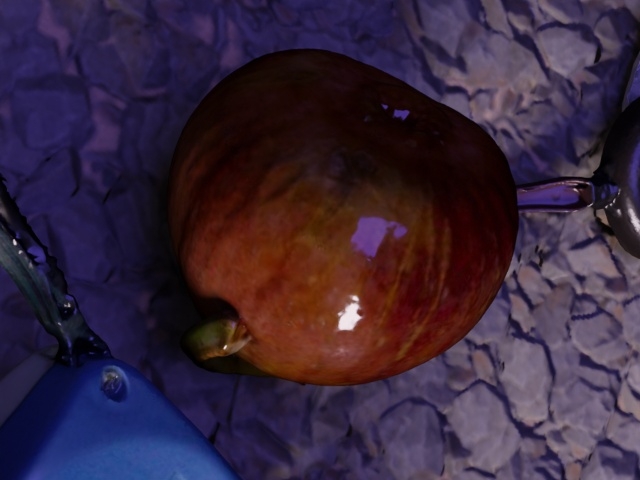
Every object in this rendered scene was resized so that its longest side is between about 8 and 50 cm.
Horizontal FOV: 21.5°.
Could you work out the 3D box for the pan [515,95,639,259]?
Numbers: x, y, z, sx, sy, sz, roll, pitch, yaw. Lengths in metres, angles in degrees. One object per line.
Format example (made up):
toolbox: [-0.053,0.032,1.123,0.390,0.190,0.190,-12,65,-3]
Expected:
pan: [0.188,-0.036,1.087,0.212,0.040,0.115,-7,97,-26]

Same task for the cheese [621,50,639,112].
cheese: [0.253,-0.194,1.140,0.127,0.054,0.251,21,82,-21]

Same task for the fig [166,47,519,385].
fig: [0.001,-0.001,0.916,0.205,0.205,0.205,4,82,-27]

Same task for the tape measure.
tape measure: [-0.147,0.124,0.807,0.215,0.098,0.351,-52,127,-22]
